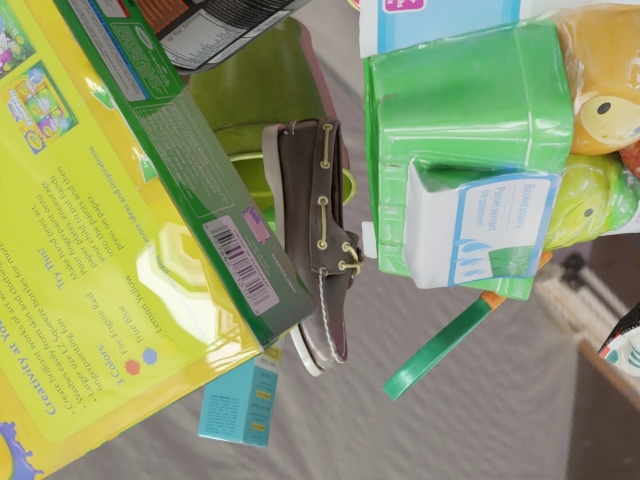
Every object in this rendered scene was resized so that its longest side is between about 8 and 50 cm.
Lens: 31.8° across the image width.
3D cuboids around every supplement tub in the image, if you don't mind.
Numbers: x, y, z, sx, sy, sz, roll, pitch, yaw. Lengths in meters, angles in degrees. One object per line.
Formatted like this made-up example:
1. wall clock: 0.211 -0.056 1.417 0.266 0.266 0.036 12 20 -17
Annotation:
1. supplement tub: -0.121 -0.322 1.278 0.207 0.338 0.207 19 -120 -37

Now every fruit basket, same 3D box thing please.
1. fruit basket: 0.201 -0.069 0.727 0.327 0.353 0.165 87 -175 -61

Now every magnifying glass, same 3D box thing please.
1. magnifying glass: 0.154 0.084 1.167 0.231 0.092 0.026 -42 -101 -14

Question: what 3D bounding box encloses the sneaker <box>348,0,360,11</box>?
1. sneaker: 0.099 -0.224 1.041 0.094 0.208 0.081 18 -96 -38

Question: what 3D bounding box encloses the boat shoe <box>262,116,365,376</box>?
1. boat shoe: 0.000 0.000 1.366 0.116 0.097 0.324 53 -154 -67

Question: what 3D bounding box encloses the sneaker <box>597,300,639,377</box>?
1. sneaker: 0.352 0.108 1.184 0.075 0.161 0.057 36 -109 8

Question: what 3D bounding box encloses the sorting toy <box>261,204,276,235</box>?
1. sorting toy: -0.138 0.079 1.594 0.348 0.196 0.047 -38 -38 -18

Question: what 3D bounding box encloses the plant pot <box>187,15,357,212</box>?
1. plant pot: -0.122 -0.253 2.240 0.366 0.366 0.353 15 -117 -43

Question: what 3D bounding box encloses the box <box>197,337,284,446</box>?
1. box: -0.088 0.127 1.384 0.100 0.060 0.244 40 -123 -70

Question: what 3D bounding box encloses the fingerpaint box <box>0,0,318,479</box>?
1. fingerpaint box: -0.279 -0.021 1.089 0.444 0.371 0.163 58 -158 1
